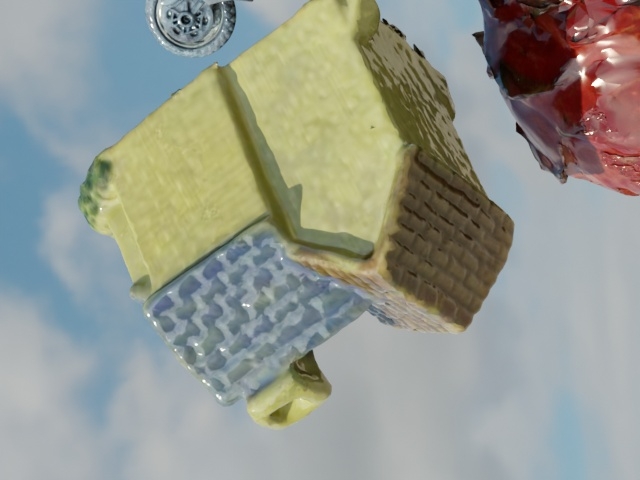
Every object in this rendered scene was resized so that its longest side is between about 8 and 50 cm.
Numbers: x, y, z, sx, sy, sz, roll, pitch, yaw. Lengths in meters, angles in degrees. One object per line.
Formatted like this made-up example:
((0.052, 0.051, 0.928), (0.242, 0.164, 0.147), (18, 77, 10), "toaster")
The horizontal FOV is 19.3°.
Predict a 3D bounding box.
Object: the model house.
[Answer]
((0.000, 0.000, 1.557), (0.261, 0.321, 0.266), (32, -152, -52), "model house")

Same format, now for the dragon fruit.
((0.274, -0.187, 1.600), (0.295, 0.296, 0.301), (-59, -43, -61), "dragon fruit")

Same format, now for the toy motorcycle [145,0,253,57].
((-0.101, -0.257, 1.329), (0.092, 0.136, 0.254), (-71, -41, -66), "toy motorcycle")
